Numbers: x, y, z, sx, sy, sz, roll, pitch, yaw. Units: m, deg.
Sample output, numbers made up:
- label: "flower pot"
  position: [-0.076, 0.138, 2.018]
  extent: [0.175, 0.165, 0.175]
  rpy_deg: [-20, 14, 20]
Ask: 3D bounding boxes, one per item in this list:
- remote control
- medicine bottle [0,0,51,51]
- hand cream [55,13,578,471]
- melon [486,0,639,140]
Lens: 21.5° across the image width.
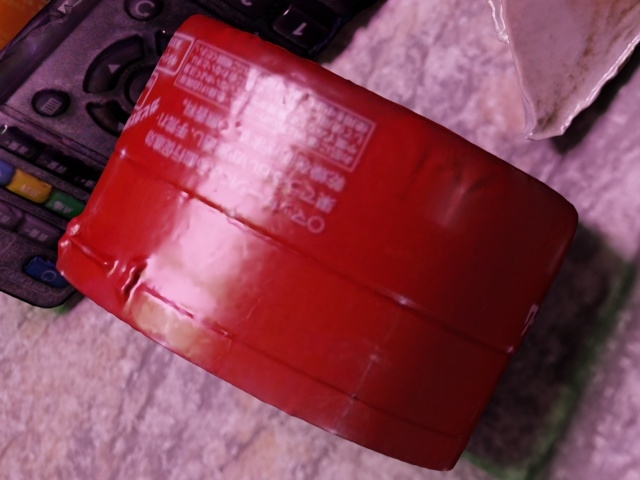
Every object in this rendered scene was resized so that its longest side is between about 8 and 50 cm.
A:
- label: "remote control"
  position: [-0.074, -0.116, 0.870]
  extent: [0.399, 0.144, 0.062]
  rpy_deg: [-41, 39, 25]
- label: "medicine bottle"
  position: [-0.220, -0.163, 1.033]
  extent: [0.158, 0.158, 0.318]
  rpy_deg: [21, 89, 49]
- label: "hand cream"
  position: [0.000, 0.000, 0.699]
  extent: [0.193, 0.193, 0.125]
  rpy_deg: [31, 95, 49]
- label: "melon"
  position: [0.119, -0.147, 0.716]
  extent: [0.139, 0.093, 0.202]
  rpy_deg: [-6, 86, 22]
